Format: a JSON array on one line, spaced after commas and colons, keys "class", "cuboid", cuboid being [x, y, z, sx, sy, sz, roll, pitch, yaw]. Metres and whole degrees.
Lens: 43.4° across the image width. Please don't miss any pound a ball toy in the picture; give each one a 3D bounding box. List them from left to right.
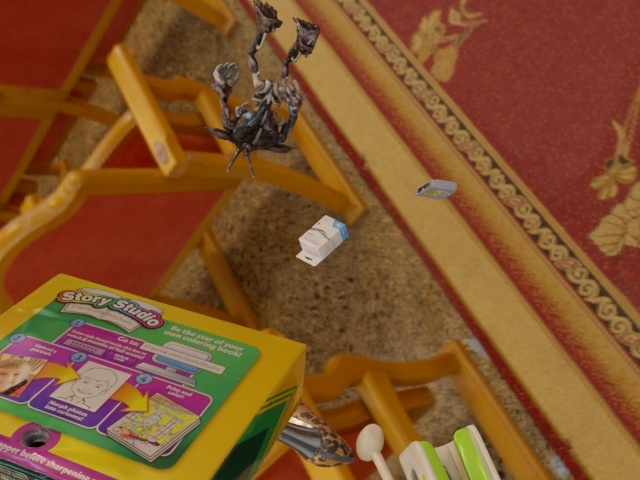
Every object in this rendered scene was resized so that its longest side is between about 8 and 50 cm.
[{"class": "pound a ball toy", "cuboid": [0.200, 0.460, 1.372, 0.136, 0.208, 0.319, 110, 143, -52]}]

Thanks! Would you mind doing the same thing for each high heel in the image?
[{"class": "high heel", "cuboid": [-0.029, 0.341, 1.494, 0.186, 0.261, 0.093, 25, 95, -3]}]

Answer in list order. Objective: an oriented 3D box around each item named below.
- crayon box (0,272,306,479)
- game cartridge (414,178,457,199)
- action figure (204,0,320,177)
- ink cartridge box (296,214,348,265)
[{"class": "crayon box", "cuboid": [-0.242, 0.190, 0.922, 0.363, 0.313, 0.106, 14, 119, 17]}, {"class": "game cartridge", "cuboid": [0.211, -0.091, 1.457, 0.083, 0.056, 0.017, 147, 125, -71]}, {"class": "action figure", "cuboid": [-0.095, -0.249, 1.346, 0.141, 0.164, 0.276, -103, 32, -56]}, {"class": "ink cartridge box", "cuboid": [0.000, 0.000, 1.322, 0.048, 0.028, 0.083, 26, 57, 39]}]
